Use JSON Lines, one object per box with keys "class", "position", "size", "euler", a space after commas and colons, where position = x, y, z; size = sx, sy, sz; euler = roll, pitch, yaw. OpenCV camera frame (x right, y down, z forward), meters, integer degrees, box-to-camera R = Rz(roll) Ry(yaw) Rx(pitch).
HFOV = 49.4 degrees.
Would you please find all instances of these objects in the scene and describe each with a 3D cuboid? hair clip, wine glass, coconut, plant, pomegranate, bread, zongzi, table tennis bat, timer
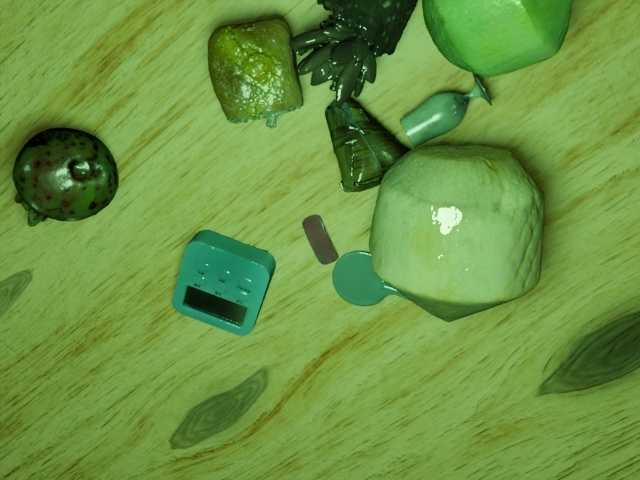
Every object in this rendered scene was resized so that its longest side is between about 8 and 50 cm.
{"class": "hair clip", "position": [-0.001, 0.000, 1.771], "size": [0.054, 0.022, 0.137], "euler": [-21, 105, 16]}
{"class": "wine glass", "position": [0.285, -0.297, 1.605], "size": [0.202, 0.093, 0.093], "euler": [-31, 102, 14]}
{"class": "coconut", "position": [0.375, -0.500, 1.418], "size": [0.328, 0.281, 0.329], "euler": [3, 94, 41]}
{"class": "plant", "position": [0.075, -0.456, 1.525], "size": [0.181, 0.194, 0.321], "euler": [42, 100, 28]}
{"class": "pomegranate", "position": [-0.624, -0.140, 1.712], "size": [0.242, 0.242, 0.306], "euler": [34, 148, -5]}
{"class": "bread", "position": [-0.144, -0.372, 1.583], "size": [0.195, 0.176, 0.247], "euler": [-9, 106, 10]}
{"class": "coconut", "position": [0.303, -0.007, 1.565], "size": [0.415, 0.345, 0.416], "euler": [2, 110, 5]}
{"class": "zongzi", "position": [0.143, -0.244, 1.647], "size": [0.242, 0.112, 0.221], "euler": [-16, 93, -11]}
{"class": "table tennis bat", "position": [0.146, 0.109, 1.786], "size": [0.237, 0.038, 0.149], "euler": [16, 108, 5]}
{"class": "timer", "position": [-0.257, 0.122, 1.807], "size": [0.231, 0.091, 0.250], "euler": [19, 113, -1]}
